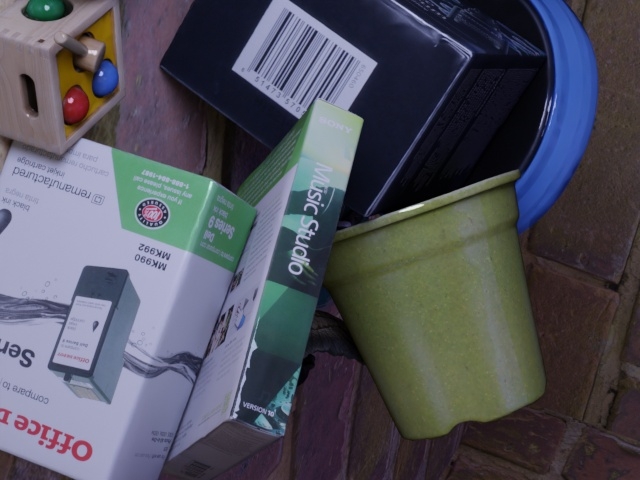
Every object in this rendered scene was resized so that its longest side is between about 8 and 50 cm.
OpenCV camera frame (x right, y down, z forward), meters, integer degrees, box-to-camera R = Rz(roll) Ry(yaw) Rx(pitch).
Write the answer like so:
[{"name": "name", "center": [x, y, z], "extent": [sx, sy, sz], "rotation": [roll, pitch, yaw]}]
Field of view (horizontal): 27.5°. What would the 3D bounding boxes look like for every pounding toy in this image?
[{"name": "pounding toy", "center": [-0.224, -0.158, 1.135], "extent": [0.130, 0.100, 0.141], "rotation": [-54, 155, -45]}]

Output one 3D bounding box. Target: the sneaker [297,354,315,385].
[{"name": "sneaker", "center": [-0.089, 0.063, 1.756], "extent": [0.097, 0.135, 0.276], "rotation": [3, 81, -59]}]

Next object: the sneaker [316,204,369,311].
[{"name": "sneaker", "center": [0.000, 0.000, 1.949], "extent": [0.302, 0.108, 0.121], "rotation": [-57, 158, -59]}]

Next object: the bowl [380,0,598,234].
[{"name": "bowl", "center": [0.190, -0.181, 1.777], "extent": [0.077, 0.391, 0.391], "rotation": [13, 95, -45]}]

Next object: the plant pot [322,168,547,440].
[{"name": "plant pot", "center": [0.136, 0.082, 1.497], "extent": [0.276, 0.276, 0.254], "rotation": [-18, 89, -68]}]

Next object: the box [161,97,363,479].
[{"name": "box", "center": [-0.058, 0.053, 1.233], "extent": [0.232, 0.058, 0.322], "rotation": [139, -32, -60]}]

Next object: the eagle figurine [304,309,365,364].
[{"name": "eagle figurine", "center": [-0.072, 0.078, 1.564], "extent": [0.298, 0.225, 0.226], "rotation": [-26, 128, -25]}]

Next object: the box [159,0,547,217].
[{"name": "box", "center": [0.056, -0.209, 1.523], "extent": [0.212, 0.293, 0.395], "rotation": [-57, 167, 17]}]

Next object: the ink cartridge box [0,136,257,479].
[{"name": "ink cartridge box", "center": [-0.213, 0.063, 1.199], "extent": [0.121, 0.211, 0.289], "rotation": [36, 73, -72]}]
